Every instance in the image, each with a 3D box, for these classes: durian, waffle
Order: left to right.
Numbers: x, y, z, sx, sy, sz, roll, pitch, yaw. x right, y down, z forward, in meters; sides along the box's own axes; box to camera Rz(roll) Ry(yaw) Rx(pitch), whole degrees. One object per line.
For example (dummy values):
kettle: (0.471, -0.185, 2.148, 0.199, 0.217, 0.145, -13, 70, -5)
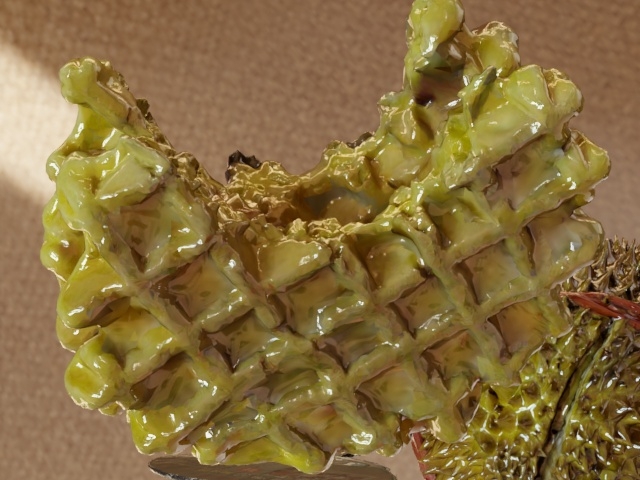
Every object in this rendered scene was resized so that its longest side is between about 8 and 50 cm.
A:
waffle: (0.000, 0.000, 0.962, 0.324, 0.151, 0.261, -11, 120, -9)
durian: (0.250, 0.147, 1.651, 0.384, 0.347, 0.347, -1, 125, -61)

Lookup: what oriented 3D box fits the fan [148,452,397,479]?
fan: (-0.001, 0.206, 1.478, 0.294, 0.223, 0.012, 1, 91, -32)
